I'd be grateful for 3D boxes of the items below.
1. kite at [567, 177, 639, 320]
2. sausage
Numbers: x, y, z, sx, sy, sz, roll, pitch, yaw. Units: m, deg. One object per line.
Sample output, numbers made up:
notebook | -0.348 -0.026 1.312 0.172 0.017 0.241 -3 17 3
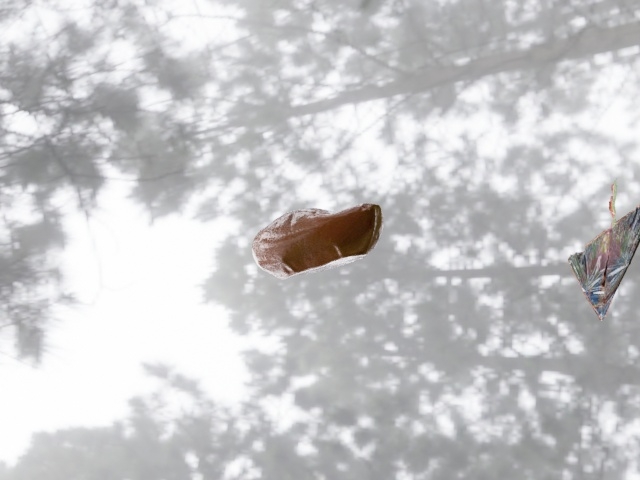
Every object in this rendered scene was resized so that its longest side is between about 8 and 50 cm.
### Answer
kite | 0.284 0.007 1.175 0.010 0.190 0.159 17 -114 -12
sausage | 0.000 0.000 1.502 0.089 0.179 0.089 36 -133 -51
